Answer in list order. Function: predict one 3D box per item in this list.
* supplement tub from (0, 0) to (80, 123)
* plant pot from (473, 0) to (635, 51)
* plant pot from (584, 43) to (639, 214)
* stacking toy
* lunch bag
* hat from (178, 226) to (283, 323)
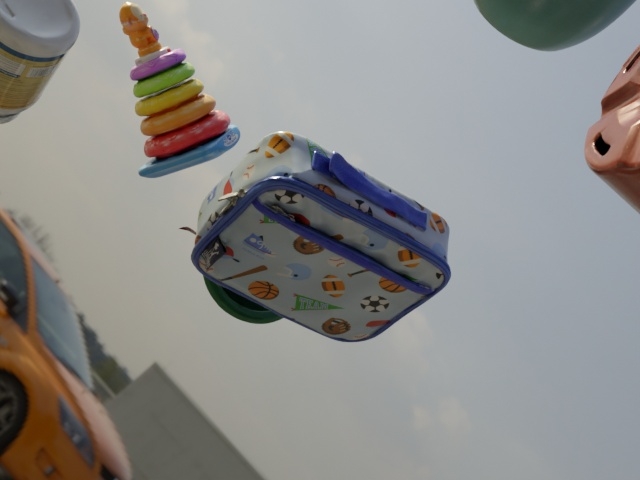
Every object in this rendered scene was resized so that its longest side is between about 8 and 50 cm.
[{"bbox_3d":[-0.436,-0.267,1.424,0.144,0.144,0.199,49,-48,0],"label":"supplement tub"},{"bbox_3d":[0.366,-0.435,1.571,0.293,0.293,0.235,45,-45,14],"label":"plant pot"},{"bbox_3d":[0.386,-0.066,0.852,0.265,0.272,0.272,35,-12,-10],"label":"plant pot"},{"bbox_3d":[-0.275,-0.276,1.796,0.175,0.165,0.302,-56,126,-65],"label":"stacking toy"},{"bbox_3d":[0.000,0.000,1.266,0.303,0.115,0.243,27,-42,-25],"label":"lunch bag"},{"bbox_3d":[-0.131,0.057,1.661,0.173,0.209,0.183,9,-23,-20],"label":"hat"}]
